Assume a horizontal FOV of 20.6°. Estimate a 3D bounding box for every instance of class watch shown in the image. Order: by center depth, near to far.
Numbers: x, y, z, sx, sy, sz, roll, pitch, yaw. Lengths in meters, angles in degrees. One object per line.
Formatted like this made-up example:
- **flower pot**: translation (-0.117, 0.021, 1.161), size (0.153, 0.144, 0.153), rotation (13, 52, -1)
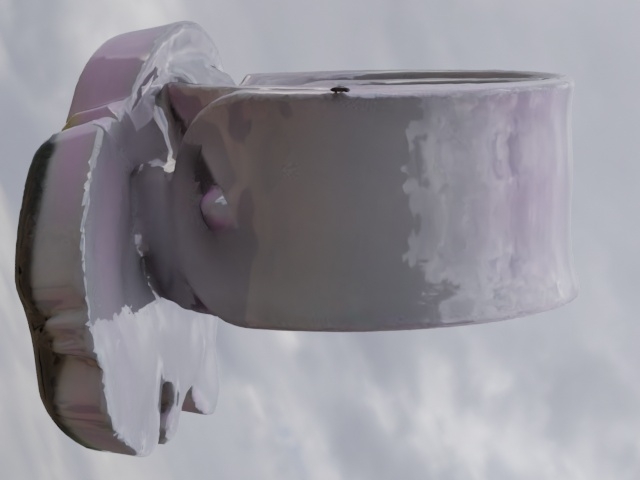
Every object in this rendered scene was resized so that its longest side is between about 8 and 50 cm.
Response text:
- **watch**: translation (0.000, 0.000, 0.801), size (0.244, 0.231, 0.196), rotation (-33, 124, -74)
